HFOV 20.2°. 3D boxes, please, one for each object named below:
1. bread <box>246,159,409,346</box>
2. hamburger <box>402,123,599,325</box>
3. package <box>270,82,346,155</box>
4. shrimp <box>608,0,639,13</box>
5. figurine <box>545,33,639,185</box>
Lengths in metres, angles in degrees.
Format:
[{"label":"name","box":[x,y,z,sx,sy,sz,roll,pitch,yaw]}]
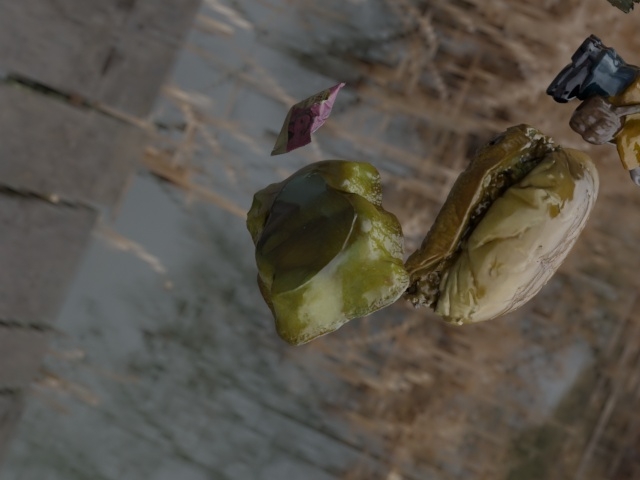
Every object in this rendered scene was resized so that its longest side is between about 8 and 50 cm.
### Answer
[{"label":"bread","box":[0.000,0.000,1.897,0.161,0.233,0.088,-32,133,11]},{"label":"hamburger","box":[0.235,-0.010,2.331,0.318,0.158,0.318,-46,165,-16]},{"label":"package","box":[-0.013,-0.112,1.661,0.059,0.029,0.083,-19,-147,44]},{"label":"shrimp","box":[0.288,-0.320,2.002,0.041,0.180,0.099,-45,168,-4]},{"label":"figurine","box":[0.439,-0.125,2.168,0.204,0.332,0.185,-36,180,18]}]
